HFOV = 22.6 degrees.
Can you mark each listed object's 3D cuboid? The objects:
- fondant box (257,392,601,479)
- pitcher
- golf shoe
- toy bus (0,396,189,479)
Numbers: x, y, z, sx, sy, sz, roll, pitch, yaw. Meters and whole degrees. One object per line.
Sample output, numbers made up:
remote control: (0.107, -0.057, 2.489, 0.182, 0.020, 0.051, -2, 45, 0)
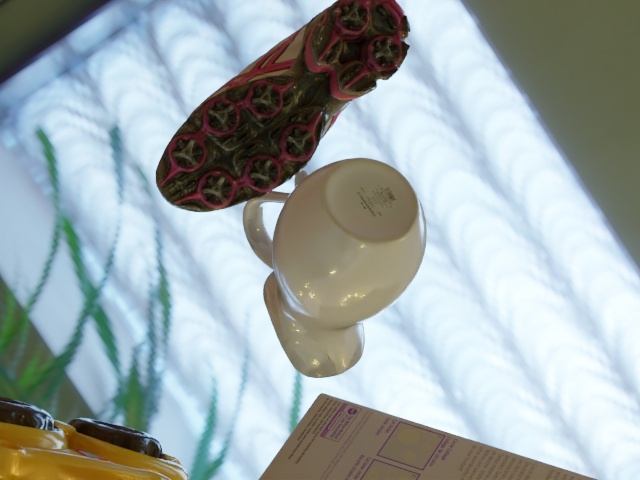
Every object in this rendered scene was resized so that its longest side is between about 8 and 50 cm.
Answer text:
fondant box: (0.091, 0.295, 1.514, 0.330, 0.096, 0.238, 14, -135, 26)
pitcher: (0.000, 0.000, 1.374, 0.125, 0.178, 0.207, -27, 161, -29)
golf shoe: (-0.027, -0.078, 0.972, 0.186, 0.067, 0.086, -39, -170, -18)
toy bus: (-0.139, 0.180, 0.943, 0.220, 0.149, 0.211, 19, 170, -40)
